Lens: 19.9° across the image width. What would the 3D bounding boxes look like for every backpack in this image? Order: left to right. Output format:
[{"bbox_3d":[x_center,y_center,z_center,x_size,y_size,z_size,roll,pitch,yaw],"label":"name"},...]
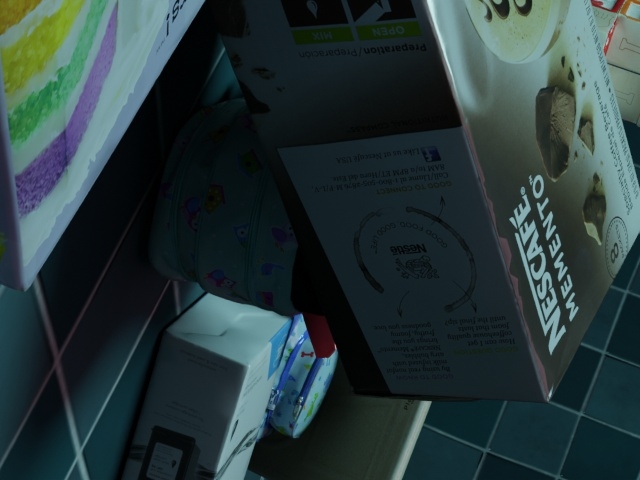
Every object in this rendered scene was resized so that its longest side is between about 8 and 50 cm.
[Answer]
[{"bbox_3d":[-0.031,0.081,1.271,0.105,0.084,0.114,29,80,-83],"label":"backpack"},{"bbox_3d":[-0.019,-0.020,1.032,0.182,0.115,0.152,-33,129,-71],"label":"backpack"}]

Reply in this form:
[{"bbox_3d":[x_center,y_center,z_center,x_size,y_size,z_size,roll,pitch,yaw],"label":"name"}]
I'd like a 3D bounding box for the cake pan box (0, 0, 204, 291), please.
[{"bbox_3d":[-0.072,-0.155,0.603,0.246,0.070,0.267,101,13,-54],"label":"cake pan box"}]

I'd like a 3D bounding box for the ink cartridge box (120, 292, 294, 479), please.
[{"bbox_3d":[-0.080,0.132,1.171,0.104,0.060,0.180,-46,155,-68],"label":"ink cartridge box"}]

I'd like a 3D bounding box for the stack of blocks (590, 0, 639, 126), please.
[{"bbox_3d":[0.216,-0.167,1.478,0.171,0.297,0.087,-56,164,-57],"label":"stack of blocks"}]

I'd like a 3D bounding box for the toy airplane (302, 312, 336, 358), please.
[{"bbox_3d":[0.000,0.000,1.168,0.028,0.151,0.151,-2,117,-45],"label":"toy airplane"}]

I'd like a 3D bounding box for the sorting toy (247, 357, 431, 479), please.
[{"bbox_3d":[0.018,0.093,1.324,0.038,0.208,0.193,24,86,-40],"label":"sorting toy"}]

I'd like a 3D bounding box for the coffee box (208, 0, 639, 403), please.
[{"bbox_3d":[0.055,-0.084,0.907,0.168,0.119,0.297,-54,134,-45],"label":"coffee box"}]
